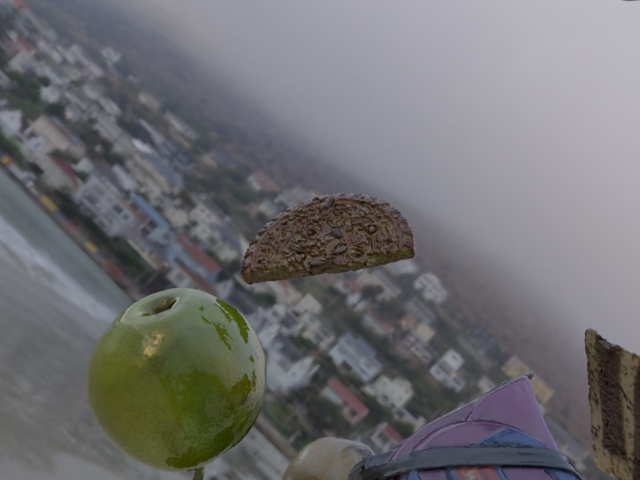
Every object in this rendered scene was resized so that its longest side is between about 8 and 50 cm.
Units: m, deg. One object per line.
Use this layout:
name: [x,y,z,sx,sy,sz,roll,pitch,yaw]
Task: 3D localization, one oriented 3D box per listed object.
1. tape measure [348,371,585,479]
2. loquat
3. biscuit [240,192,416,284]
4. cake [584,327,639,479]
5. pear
tape measure: [0.151,0.271,0.945,0.231,0.245,0.149,65,-27,14]
loquat: [0.020,0.417,1.580,0.179,0.227,0.179,9,-31,6]
biscuit: [0.007,-0.009,1.194,0.025,0.206,0.126,70,15,-45]
cake: [0.382,0.228,1.273,0.112,0.135,0.246,28,-9,44]
pear: [-0.131,0.156,1.003,0.166,0.180,0.216,5,-63,52]
